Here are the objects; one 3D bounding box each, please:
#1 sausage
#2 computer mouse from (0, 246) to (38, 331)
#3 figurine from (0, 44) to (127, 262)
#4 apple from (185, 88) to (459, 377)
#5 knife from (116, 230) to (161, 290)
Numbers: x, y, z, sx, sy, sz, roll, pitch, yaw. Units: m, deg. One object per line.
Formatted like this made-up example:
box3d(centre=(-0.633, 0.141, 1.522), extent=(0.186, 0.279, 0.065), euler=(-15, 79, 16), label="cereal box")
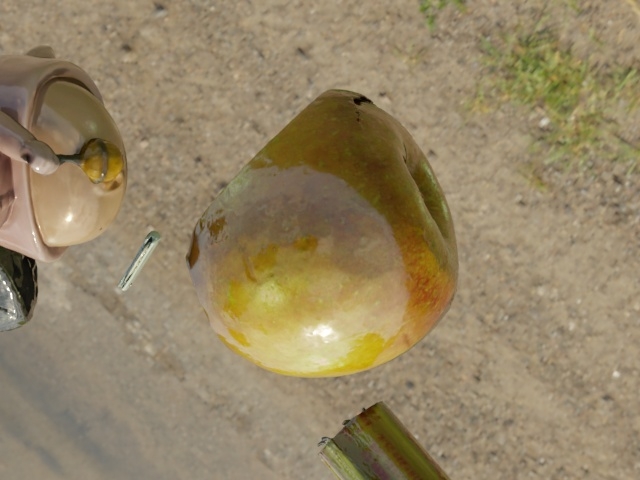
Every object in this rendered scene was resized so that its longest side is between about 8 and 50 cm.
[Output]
box3d(centre=(0.133, 0.353, 1.383), extent=(0.317, 0.117, 0.125), euler=(46, -169, 22), label="sausage")
box3d(centre=(-0.418, 0.027, 1.051), extent=(0.269, 0.100, 0.170), euler=(-11, 134, 8), label="computer mouse")
box3d(centre=(-0.231, -0.039, 0.760), extent=(0.186, 0.287, 0.176), euler=(14, 107, 12), label="figurine")
box3d(centre=(0.000, 0.000, 1.442), extent=(0.374, 0.384, 0.374), euler=(-8, 143, -6), label="apple")
box3d(centre=(-0.329, 0.039, 1.914), extent=(0.023, 0.044, 0.162), euler=(37, 130, -2), label="knife")
